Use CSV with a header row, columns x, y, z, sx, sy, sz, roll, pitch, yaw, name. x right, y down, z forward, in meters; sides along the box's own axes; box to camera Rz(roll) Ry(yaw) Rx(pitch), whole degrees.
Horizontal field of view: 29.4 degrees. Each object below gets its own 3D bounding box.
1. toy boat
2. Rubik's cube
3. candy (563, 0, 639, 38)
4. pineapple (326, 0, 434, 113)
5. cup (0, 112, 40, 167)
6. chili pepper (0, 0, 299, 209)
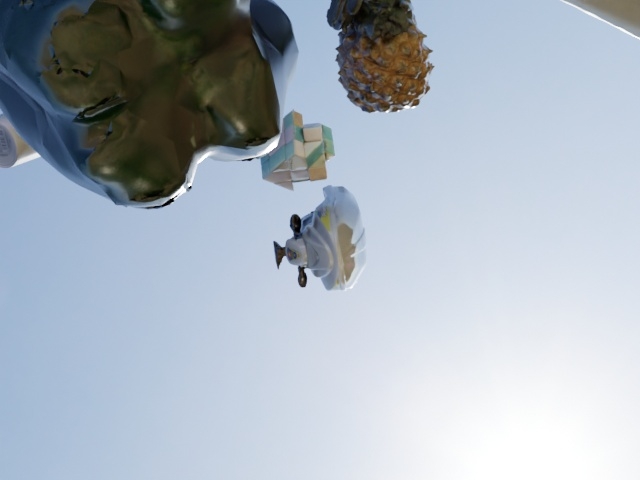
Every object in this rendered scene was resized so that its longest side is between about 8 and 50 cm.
x,y,z,sx,sy,sz,roll,pitch,yaw,name
0.007,-0.002,1.820,0.269,0.141,0.140,-45,-30,-72,toy boat
-0.019,-0.096,1.343,0.073,0.084,0.075,23,-116,-37,Rubik's cube
0.269,-0.319,1.125,0.208,0.359,0.145,-59,8,43,candy
0.065,-0.255,1.334,0.119,0.111,0.237,-47,-33,-28,pineapple
-0.341,-0.136,1.484,0.116,0.104,0.074,-36,-61,-51,cup
-0.116,-0.132,0.657,0.165,0.261,0.174,-40,-45,0,chili pepper
